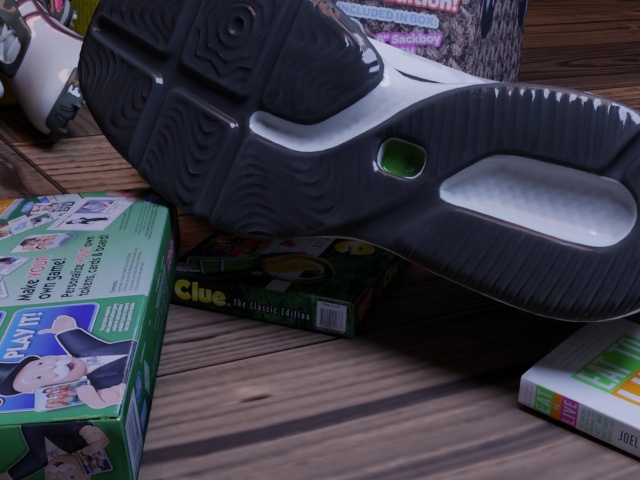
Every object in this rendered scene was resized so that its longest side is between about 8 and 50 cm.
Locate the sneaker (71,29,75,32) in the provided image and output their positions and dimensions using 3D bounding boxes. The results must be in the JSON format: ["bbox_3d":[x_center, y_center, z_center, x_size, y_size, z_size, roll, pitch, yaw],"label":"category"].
[{"bbox_3d":[-0.283,-0.187,1.226,0.037,0.083,0.032,4,-3,28],"label":"sneaker"}]

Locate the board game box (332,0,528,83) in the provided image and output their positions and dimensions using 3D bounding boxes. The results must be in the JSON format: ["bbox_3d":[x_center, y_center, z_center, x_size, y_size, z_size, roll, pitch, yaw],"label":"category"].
[{"bbox_3d":[0.097,-0.201,1.029,0.141,0.291,0.232,11,22,19],"label":"board game box"}]

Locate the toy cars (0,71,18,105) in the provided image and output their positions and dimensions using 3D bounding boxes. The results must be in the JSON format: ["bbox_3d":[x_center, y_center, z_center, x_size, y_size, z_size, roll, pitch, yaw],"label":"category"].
[{"bbox_3d":[-0.402,-0.174,1.160,0.176,0.087,0.393,9,21,14],"label":"toy cars"}]

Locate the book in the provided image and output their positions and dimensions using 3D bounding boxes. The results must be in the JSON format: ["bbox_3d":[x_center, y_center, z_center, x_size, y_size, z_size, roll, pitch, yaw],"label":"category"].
[{"bbox_3d":[0.197,0.094,0.634,0.144,0.035,0.096,22,31,36],"label":"book"}]

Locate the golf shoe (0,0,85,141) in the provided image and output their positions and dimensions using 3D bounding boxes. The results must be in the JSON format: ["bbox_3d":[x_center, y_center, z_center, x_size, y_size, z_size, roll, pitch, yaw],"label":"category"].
[{"bbox_3d":[-0.298,-0.191,1.121,0.120,0.105,0.273,20,24,-35],"label":"golf shoe"}]

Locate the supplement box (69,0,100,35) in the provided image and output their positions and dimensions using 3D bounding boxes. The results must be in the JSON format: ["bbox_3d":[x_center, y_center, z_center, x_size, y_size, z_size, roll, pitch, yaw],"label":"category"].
[{"bbox_3d":[-0.184,-0.263,1.283,0.194,0.195,0.356,-12,26,-36],"label":"supplement box"}]

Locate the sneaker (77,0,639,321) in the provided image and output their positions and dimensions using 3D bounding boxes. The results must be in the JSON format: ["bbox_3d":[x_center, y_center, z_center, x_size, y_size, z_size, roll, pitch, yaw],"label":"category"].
[{"bbox_3d":[0.054,-0.053,0.798,0.447,0.169,0.257,24,3,24],"label":"sneaker"}]

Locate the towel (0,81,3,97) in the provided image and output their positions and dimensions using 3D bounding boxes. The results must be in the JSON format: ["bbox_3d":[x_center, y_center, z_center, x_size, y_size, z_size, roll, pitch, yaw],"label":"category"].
[{"bbox_3d":[-0.485,-0.206,0.973,0.332,0.053,0.317,47,34,18],"label":"towel"}]

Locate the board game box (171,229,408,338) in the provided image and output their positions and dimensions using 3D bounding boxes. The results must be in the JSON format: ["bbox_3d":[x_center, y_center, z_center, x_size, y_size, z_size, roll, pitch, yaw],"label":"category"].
[{"bbox_3d":[0.000,0.000,0.850,0.136,0.030,0.259,12,22,15],"label":"board game box"}]

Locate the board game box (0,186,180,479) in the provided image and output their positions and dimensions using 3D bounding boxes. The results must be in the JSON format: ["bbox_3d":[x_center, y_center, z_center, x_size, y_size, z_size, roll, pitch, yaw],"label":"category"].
[{"bbox_3d":[-0.195,0.046,0.631,0.213,0.046,0.317,-5,21,0],"label":"board game box"}]
